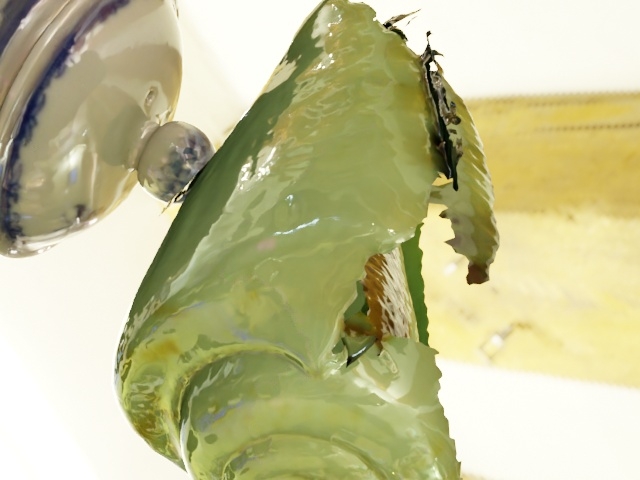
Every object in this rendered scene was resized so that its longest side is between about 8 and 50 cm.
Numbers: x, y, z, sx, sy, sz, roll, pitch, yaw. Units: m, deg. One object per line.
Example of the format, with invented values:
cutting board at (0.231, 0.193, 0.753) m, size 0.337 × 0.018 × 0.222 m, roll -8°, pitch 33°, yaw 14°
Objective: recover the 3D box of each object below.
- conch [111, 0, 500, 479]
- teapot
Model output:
conch at (0.011, -0.001, 0.679) m, size 0.137 × 0.251 × 0.143 m, roll 11°, pitch -27°, yaw 18°
teapot at (-0.170, -0.092, 0.883) m, size 0.280 × 0.424 × 0.252 m, roll 30°, pitch -15°, yaw 16°
